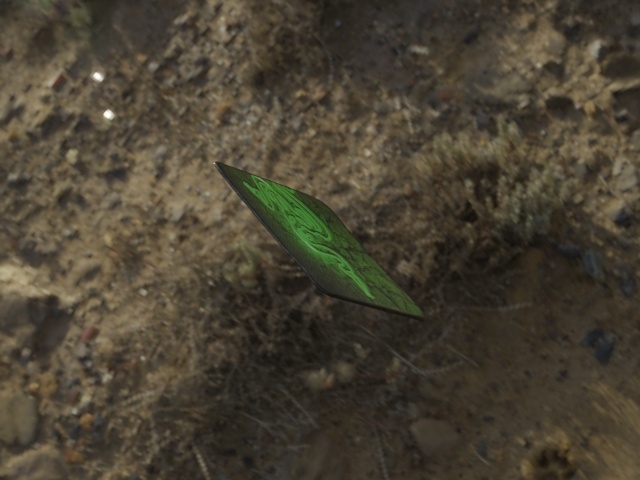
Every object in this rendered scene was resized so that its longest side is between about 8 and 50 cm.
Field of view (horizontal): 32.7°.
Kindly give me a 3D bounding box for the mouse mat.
[{"bbox_3d":[0.000,0.000,0.951,0.007,0.153,0.189,-55,51,15],"label":"mouse mat"}]
